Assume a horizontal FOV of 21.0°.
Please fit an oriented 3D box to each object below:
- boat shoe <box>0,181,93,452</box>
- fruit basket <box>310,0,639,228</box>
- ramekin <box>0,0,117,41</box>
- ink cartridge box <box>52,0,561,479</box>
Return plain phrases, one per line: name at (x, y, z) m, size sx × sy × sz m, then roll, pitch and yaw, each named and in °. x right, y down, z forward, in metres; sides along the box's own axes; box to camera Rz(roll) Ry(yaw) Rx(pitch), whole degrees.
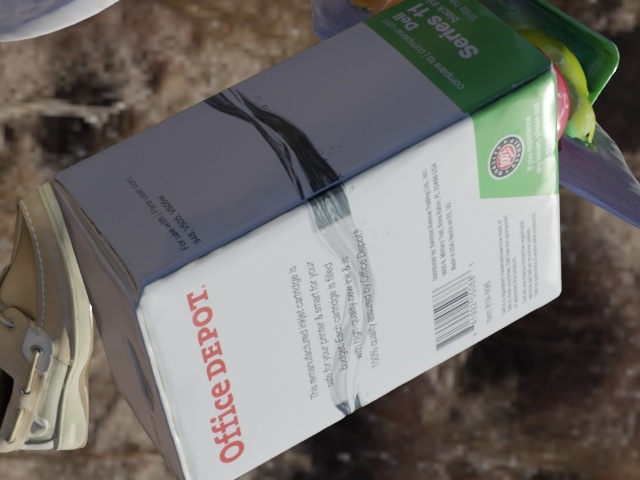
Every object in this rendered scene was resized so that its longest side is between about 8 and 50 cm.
boat shoe at (-0.263, 0.081, 1.552) m, size 0.109 × 0.098 × 0.302 m, roll -115°, pitch -156°, yaw -43°
fruit basket at (0.120, -0.124, 1.429) m, size 0.165 × 0.327 × 0.353 m, roll -55°, pitch -166°, yaw 22°
ramekin at (-0.209, -0.290, 1.303) m, size 0.127 × 0.273 × 0.273 m, roll 55°, pitch 39°, yaw -41°
ink cartridge box at (0.000, 0.000, 0.775) m, size 0.208 × 0.087 × 0.153 m, roll -28°, pitch 140°, yaw -18°
